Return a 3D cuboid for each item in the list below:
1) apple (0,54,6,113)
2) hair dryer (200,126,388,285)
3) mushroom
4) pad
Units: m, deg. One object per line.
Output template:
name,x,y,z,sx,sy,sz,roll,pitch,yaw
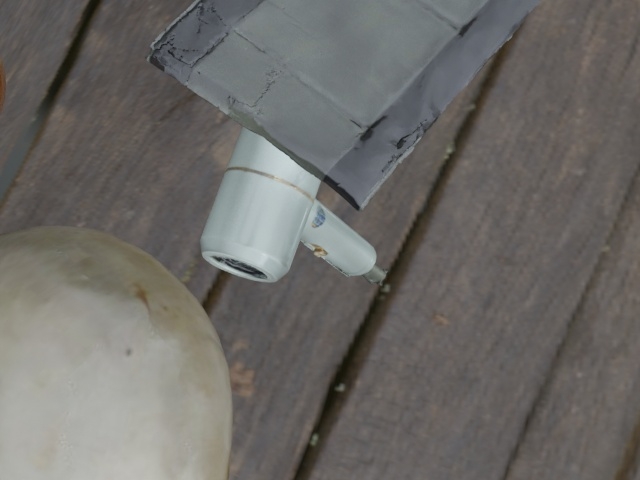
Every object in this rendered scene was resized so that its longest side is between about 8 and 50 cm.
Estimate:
apple,-0.525,-0.212,1.636,0.211,0.188,0.211,-1,125,-2
hair dryer,0.000,0.000,1.477,0.357,0.107,0.173,37,69,-52
mushroom,-0.118,0.098,0.617,0.209,0.206,0.206,11,85,-34
pad,0.030,-0.147,0.760,0.174,0.022,0.233,35,72,13
